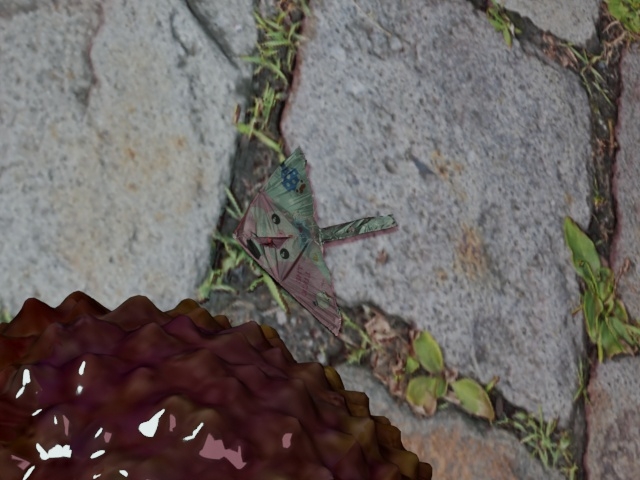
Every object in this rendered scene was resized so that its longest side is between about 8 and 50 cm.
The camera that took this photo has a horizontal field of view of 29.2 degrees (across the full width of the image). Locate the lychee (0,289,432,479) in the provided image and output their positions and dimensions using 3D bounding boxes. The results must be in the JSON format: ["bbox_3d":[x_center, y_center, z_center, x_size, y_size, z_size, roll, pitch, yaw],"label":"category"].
[{"bbox_3d":[-0.072,0.165,0.510,0.306,0.306,0.330,63,23,2],"label":"lychee"}]

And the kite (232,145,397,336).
[{"bbox_3d":[0.000,0.000,0.841,0.152,0.005,0.137,1,72,-40],"label":"kite"}]
